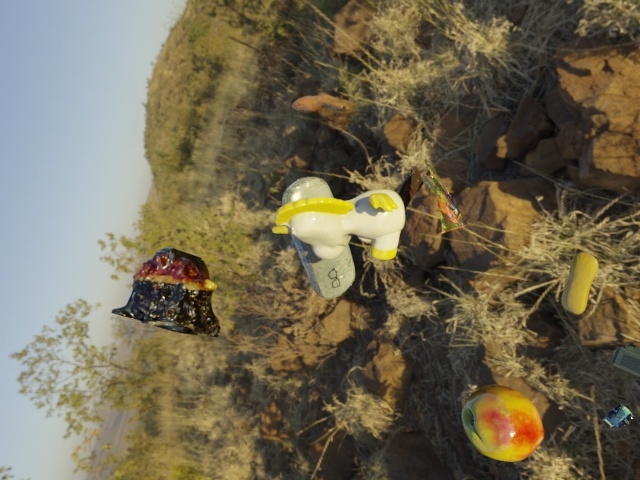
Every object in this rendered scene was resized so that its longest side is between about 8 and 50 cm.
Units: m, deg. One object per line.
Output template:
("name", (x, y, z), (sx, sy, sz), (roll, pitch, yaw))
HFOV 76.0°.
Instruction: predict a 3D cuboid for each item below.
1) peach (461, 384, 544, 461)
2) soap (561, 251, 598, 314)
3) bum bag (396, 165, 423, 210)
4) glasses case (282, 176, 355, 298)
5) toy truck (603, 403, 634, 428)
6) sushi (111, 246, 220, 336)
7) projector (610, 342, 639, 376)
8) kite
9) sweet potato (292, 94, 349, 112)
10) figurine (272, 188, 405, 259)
("peach", (0.574, 0.576, 1.298), (0.231, 0.231, 0.230), (-44, 38, 51))
("soap", (0.344, 0.058, 0.545), (0.034, 0.012, 0.089), (36, 131, 53))
("bum bag", (0.291, -0.159, 1.365), (0.026, 0.109, 0.159), (27, 84, 33))
("glasses case", (0.000, 0.000, 0.870), (0.067, 0.109, 0.282), (21, 136, 52))
("toy truck", (0.959, 0.574, 1.327), (0.056, 0.073, 0.090), (50, 168, 33))
("sushi", (-0.296, 0.098, 0.831), (0.153, 0.172, 0.150), (52, -130, -70))
("projector", (1.004, 0.386, 1.224), (0.194, 0.270, 0.088), (23, 91, 45))
("kite", (0.349, -0.100, 1.142), (0.016, 0.234, 0.321), (-31, 35, 31))
("sweet potato", (0.006, -0.386, 1.161), (0.214, 0.050, 0.050), (15, 91, 40))
("figurine", (0.023, -0.027, 0.551), (0.129, 0.178, 0.109), (55, -150, -67))
